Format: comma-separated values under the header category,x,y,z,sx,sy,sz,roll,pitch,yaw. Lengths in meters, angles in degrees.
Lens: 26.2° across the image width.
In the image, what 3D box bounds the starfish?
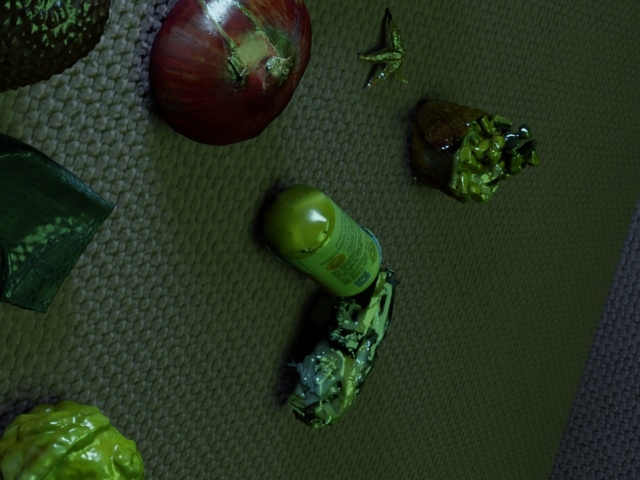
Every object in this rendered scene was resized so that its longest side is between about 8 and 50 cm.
category,x,y,z,sx,sy,sz,roll,pitch,yaw
starfish,0.111,-0.300,2.171,0.133,0.041,0.130,-24,127,-52

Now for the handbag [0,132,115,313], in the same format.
category,x,y,z,sx,sy,sz,roll,pitch,yaw
handbag,-0.349,-0.018,1.558,0.175,0.088,0.270,-58,150,-5

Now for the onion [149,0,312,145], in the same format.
category,x,y,z,sx,sy,sz,roll,pitch,yaw
onion,-0.105,-0.231,1.758,0.248,0.161,0.248,-45,163,-18

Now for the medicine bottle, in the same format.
category,x,y,z,sx,sy,sz,roll,pitch,yaw
medicine bottle,0.000,0.000,2.106,0.124,0.124,0.239,-65,150,-7

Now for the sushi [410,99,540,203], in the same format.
category,x,y,z,sx,sy,sz,roll,pitch,yaw
sushi,0.260,-0.148,2.381,0.167,0.179,0.296,-53,147,-15

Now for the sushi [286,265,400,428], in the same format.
category,x,y,z,sx,sy,sz,roll,pitch,yaw
sushi,0.023,0.164,2.265,0.131,0.139,0.291,18,92,-41

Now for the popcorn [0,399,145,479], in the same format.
category,x,y,z,sx,sy,sz,roll,pitch,yaw
popcorn,-0.324,0.292,1.712,0.197,0.155,0.197,-2,94,-30

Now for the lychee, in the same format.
category,x,y,z,sx,sy,sz,roll,pitch,yaw
lychee,-0.305,-0.243,1.381,0.194,0.194,0.194,-37,138,-43
